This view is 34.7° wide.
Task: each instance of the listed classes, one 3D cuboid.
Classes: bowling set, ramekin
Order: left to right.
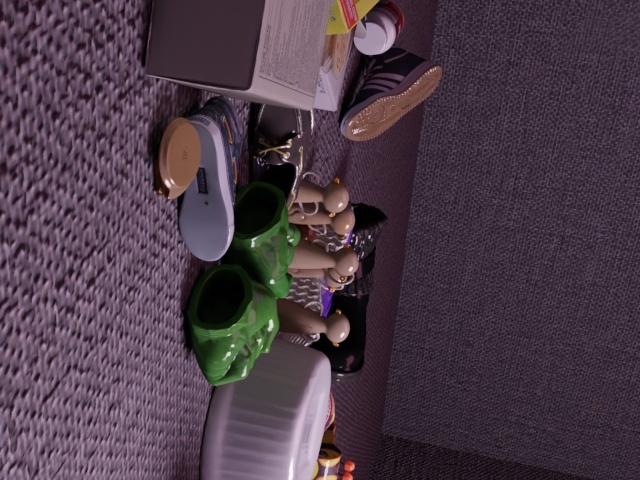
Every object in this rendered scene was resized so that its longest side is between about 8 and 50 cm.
[{"bbox_3d":[-0.076,0.280,1.569,0.277,0.135,0.277,10,90,-80],"label":"ramekin"},{"bbox_3d":[0.000,0.000,1.642,0.200,0.154,0.286,-59,158,-62],"label":"bowling set"}]

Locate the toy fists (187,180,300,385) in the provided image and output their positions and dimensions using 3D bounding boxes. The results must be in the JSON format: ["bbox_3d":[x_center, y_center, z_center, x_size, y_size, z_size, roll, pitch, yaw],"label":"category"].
[{"bbox_3d":[-0.094,0.061,1.356,0.142,0.096,0.279,90,13,-50],"label":"toy fists"}]

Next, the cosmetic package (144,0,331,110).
[{"bbox_3d":[-0.076,-0.232,1.106,0.309,0.113,0.160,-13,113,-78],"label":"cosmetic package"}]

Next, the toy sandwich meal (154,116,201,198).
[{"bbox_3d":[-0.153,-0.088,1.068,0.085,0.029,0.085,8,90,-67],"label":"toy sandwich meal"}]

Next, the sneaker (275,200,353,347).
[{"bbox_3d":[-0.018,0.064,1.804,0.146,0.102,0.293,85,23,-70],"label":"sneaker"}]

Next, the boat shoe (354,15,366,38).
[{"bbox_3d":[0.062,-0.411,1.886,0.125,0.046,0.038,44,61,-68],"label":"boat shoe"}]

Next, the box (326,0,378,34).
[{"bbox_3d":[0.052,-0.359,1.343,0.232,0.058,0.087,-50,132,-41],"label":"box"}]

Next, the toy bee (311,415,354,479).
[{"bbox_3d":[-0.009,0.435,2.032,0.298,0.162,0.195,-66,165,-52],"label":"toy bee"}]

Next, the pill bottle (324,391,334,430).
[{"bbox_3d":[-0.040,0.294,1.818,0.221,0.121,0.121,52,50,-76],"label":"pill bottle"}]

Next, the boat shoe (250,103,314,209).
[{"bbox_3d":[-0.055,-0.124,1.415,0.227,0.081,0.068,93,8,-47],"label":"boat shoe"}]

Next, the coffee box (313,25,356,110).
[{"bbox_3d":[-0.004,-0.326,1.439,0.141,0.098,0.246,70,32,-70],"label":"coffee box"}]

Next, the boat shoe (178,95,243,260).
[{"bbox_3d":[-0.118,-0.070,1.166,0.083,0.065,0.183,-58,155,-53],"label":"boat shoe"}]

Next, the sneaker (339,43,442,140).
[{"bbox_3d":[0.107,-0.316,2.134,0.282,0.153,0.099,-36,148,-30],"label":"sneaker"}]

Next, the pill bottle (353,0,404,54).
[{"bbox_3d":[0.112,-0.419,2.029,0.152,0.086,0.086,-61,159,-60],"label":"pill bottle"}]

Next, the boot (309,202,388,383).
[{"bbox_3d":[0.048,0.096,2.057,0.348,0.131,0.260,-83,-175,-61],"label":"boot"}]
